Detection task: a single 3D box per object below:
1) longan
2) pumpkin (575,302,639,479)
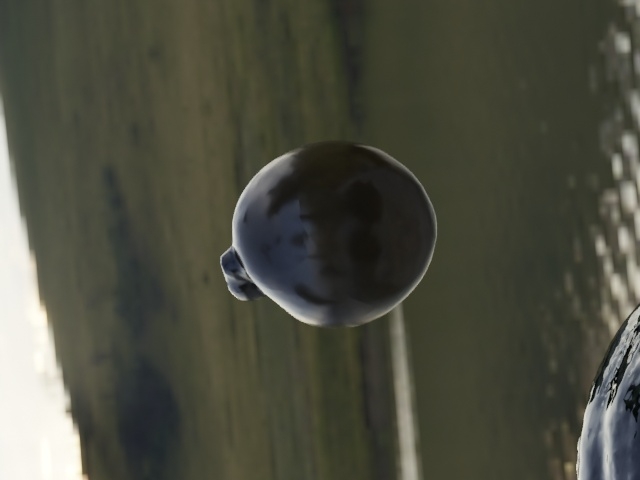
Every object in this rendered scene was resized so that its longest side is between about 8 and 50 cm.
[{"bbox_3d":[0.000,0.000,0.964,0.106,0.119,0.106,49,-152,-37],"label":"longan"},{"bbox_3d":[0.204,0.107,0.656,0.250,0.250,0.216,84,-153,-76],"label":"pumpkin"}]
